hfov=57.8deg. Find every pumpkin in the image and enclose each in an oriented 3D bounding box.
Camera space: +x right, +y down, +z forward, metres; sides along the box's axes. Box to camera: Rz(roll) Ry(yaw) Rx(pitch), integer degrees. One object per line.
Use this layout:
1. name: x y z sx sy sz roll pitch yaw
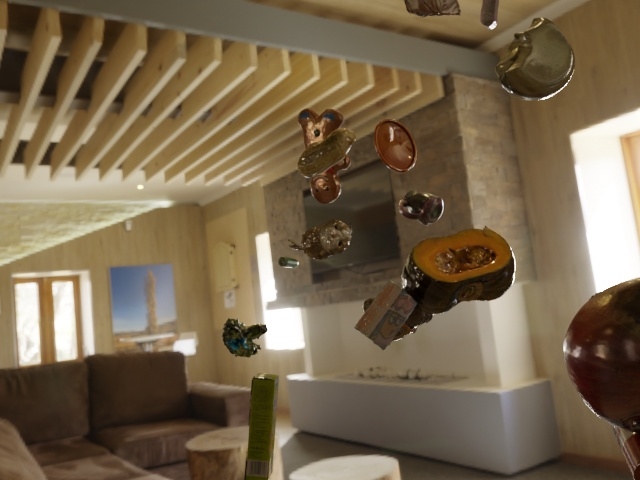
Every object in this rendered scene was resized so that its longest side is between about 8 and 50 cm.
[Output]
1. pumpkin: 0.372 0.072 1.606 0.317 0.221 0.139 -15 -47 -11

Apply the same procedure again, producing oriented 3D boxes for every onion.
1. onion: 0.696 0.238 1.197 0.354 0.353 0.353 -7 -7 -1

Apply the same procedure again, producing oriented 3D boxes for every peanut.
1. peanut: 0.016 -0.254 1.673 0.194 0.083 0.093 -37 33 2

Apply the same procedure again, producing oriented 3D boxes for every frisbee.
1. frisbee: 0.249 -0.320 1.971 0.192 0.192 0.035 -2 -12 -37

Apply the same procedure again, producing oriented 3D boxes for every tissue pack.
1. tissue pack: 0.169 0.191 1.479 0.065 0.155 0.115 32 -7 35

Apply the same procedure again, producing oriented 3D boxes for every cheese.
1. cheese: 0.506 -0.417 1.372 0.202 0.175 0.091 -38 8 -17

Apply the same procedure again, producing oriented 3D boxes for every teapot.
1. teapot: 0.370 -0.123 2.189 0.146 0.148 0.116 36 -14 39

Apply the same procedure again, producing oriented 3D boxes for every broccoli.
1. broccoli: -0.260 0.329 2.006 0.160 0.167 0.154 -24 6 15

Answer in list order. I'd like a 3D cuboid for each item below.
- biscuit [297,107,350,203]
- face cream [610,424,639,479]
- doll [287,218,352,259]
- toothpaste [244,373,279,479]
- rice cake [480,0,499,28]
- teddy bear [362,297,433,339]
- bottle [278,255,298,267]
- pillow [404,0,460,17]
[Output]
1. biscuit: 0.006 -0.282 1.956 0.205 0.323 0.049 7 17 36
2. face cream: 0.707 0.447 1.268 0.096 0.095 0.214 -9 14 16
3. doll: 0.001 0.006 1.771 0.221 0.105 0.115 -23 0 35
4. toothpaste: -0.186 0.596 1.857 0.077 0.327 0.110 3 -6 5
5. rice cake: 0.525 -0.801 1.761 0.050 0.297 0.106 8 17 19
6. teddy bear: 0.239 0.228 1.743 0.177 0.140 0.190 37 -57 -22
7. bottle: -0.092 0.065 1.698 0.030 0.030 0.083 -10 -11 23
8. pillow: 0.346 -0.775 1.854 0.248 0.135 0.049 -14 -10 -31
